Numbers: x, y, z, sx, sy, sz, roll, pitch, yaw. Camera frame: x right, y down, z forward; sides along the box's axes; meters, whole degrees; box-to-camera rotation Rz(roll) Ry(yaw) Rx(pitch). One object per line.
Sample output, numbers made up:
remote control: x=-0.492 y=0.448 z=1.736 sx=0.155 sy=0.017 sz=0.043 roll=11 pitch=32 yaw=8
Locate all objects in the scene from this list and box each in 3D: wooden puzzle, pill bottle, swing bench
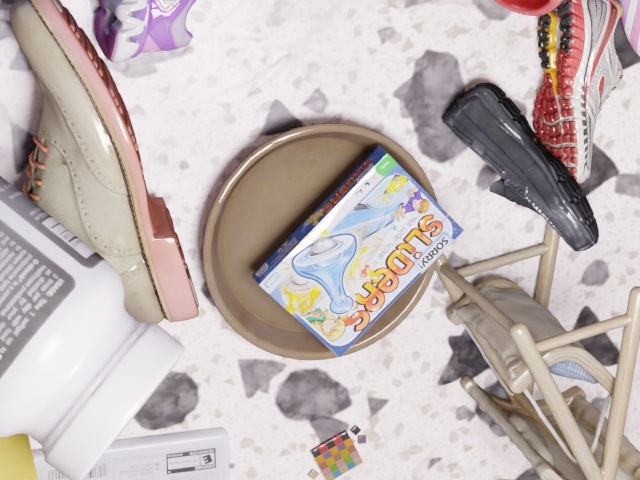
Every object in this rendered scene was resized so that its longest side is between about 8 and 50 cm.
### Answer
wooden puzzle: x=0.020 y=0.256 z=1.954 sx=0.083 sy=0.006 sz=0.049 roll=-29 pitch=114 yaw=-6
pill bottle: x=-0.325 y=0.060 z=1.607 sx=0.363 sy=0.210 sz=0.210 roll=39 pitch=94 yaw=-1
swing bench: x=0.259 y=0.146 z=1.855 sx=0.165 sy=0.253 sz=0.254 roll=-16 pitch=112 yaw=-11

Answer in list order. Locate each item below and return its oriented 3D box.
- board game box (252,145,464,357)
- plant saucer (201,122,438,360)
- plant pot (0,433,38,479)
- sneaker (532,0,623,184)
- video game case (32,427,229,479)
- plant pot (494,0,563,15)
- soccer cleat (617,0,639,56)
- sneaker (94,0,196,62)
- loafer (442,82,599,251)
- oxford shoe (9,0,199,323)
board game box: x=0.042 y=0.013 z=1.818 sx=0.201 sy=0.035 sz=0.136 roll=-46 pitch=115 yaw=2
plant saucer: x=0.000 y=0.000 z=1.842 sx=0.278 sy=0.041 sz=0.277 roll=-5 pitch=109 yaw=-15
plant pot: x=-0.407 y=0.246 z=1.722 sx=0.187 sy=0.212 sz=0.212 roll=-18 pitch=113 yaw=-25
sneaker: x=0.300 y=-0.169 z=1.851 sx=0.093 sy=0.088 sz=0.225 roll=-9 pitch=115 yaw=-24
video game case: x=-0.216 y=0.324 z=1.895 sx=0.227 sy=0.026 sz=0.206 roll=-5 pitch=110 yaw=-16
plant pot: x=0.247 y=-0.404 z=1.673 sx=0.243 sy=0.275 sz=0.275 roll=-36 pitch=115 yaw=-14
soccer cleat: x=0.373 y=-0.275 z=1.832 sx=0.083 sy=0.095 sz=0.248 roll=-33 pitch=114 yaw=-4
sneaker: x=-0.159 y=-0.293 z=1.669 sx=0.105 sy=0.095 sz=0.236 roll=2 pitch=113 yaw=-25
loafer: x=0.225 y=-0.074 z=1.836 sx=0.078 sy=0.076 sz=0.223 roll=-40 pitch=85 yaw=23
oxford shoe: x=-0.251 y=-0.068 z=1.690 sx=0.147 sy=0.140 sz=0.397 roll=-20 pitch=111 yaw=-2
